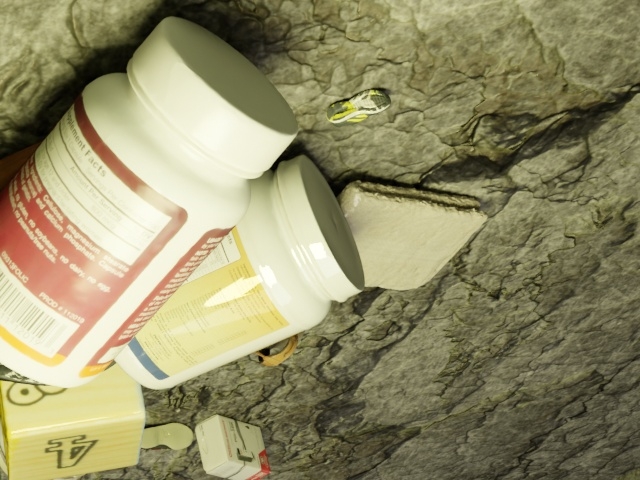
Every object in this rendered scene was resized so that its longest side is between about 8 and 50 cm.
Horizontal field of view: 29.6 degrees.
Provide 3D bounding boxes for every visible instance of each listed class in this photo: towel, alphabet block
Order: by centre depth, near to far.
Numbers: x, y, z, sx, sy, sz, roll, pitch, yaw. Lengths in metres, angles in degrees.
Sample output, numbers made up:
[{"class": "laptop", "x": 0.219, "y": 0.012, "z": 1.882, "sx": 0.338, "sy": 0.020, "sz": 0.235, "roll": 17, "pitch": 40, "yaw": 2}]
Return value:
[{"class": "towel", "x": 0.097, "y": -0.006, "z": 1.770, "sx": 0.282, "sy": 0.049, "sz": 0.187, "roll": 8, "pitch": 134, "yaw": -41}, {"class": "alphabet block", "x": -0.378, "y": 0.234, "z": 1.812, "sx": 0.197, "sy": 0.192, "sz": 0.193, "roll": -6, "pitch": 146, "yaw": -17}]

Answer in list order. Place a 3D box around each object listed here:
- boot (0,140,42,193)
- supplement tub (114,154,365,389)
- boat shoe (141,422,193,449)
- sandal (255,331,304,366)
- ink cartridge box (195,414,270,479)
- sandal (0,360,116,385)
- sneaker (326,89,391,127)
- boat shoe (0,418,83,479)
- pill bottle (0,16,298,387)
[{"class": "boot", "x": -0.412, "y": -0.061, "z": 1.407, "sx": 0.280, "sy": 0.096, "sz": 0.264, "roll": -19, "pitch": 145, "yaw": -2}, {"class": "supplement tub", "x": -0.123, "y": 0.039, "z": 1.579, "sx": 0.316, "sy": 0.228, "sz": 0.228, "roll": -24, "pitch": 149, "yaw": 12}, {"class": "boat shoe", "x": -0.290, "y": 0.356, "z": 2.204, "sx": 0.133, "sy": 0.049, "sz": 0.042, "roll": 6, "pitch": 171, "yaw": -44}, {"class": "sandal", "x": -0.073, "y": 0.168, "z": 1.914, "sx": 0.090, "sy": 0.060, "sz": 0.219, "roll": -30, "pitch": 170, "yaw": 13}, {"class": "ink cartridge box", "x": -0.162, "y": 0.390, "z": 2.262, "sx": 0.056, "sy": 0.099, "sz": 0.135, "roll": -31, "pitch": 148, "yaw": 23}, {"class": "sandal", "x": -0.480, "y": 0.117, "z": 1.632, "sx": 0.446, "sy": 0.167, "sz": 0.107, "roll": -1, "pitch": 172, "yaw": -9}, {"class": "sneaker", "x": 0.049, "y": -0.166, "z": 1.530, "sx": 0.083, "sy": 0.031, "sz": 0.035, "roll": -14, "pitch": 163, "yaw": 3}, {"class": "boat shoe", "x": -0.464, "y": 0.345, "z": 2.040, "sx": 0.103, "sy": 0.113, "sz": 0.302, "roll": -19, "pitch": 160, "yaw": 1}, {"class": "pill bottle", "x": -0.221, "y": -0.042, "z": 1.350, "sx": 0.392, "sy": 0.224, "sz": 0.224, "roll": -46, "pitch": 141, "yaw": 18}]
